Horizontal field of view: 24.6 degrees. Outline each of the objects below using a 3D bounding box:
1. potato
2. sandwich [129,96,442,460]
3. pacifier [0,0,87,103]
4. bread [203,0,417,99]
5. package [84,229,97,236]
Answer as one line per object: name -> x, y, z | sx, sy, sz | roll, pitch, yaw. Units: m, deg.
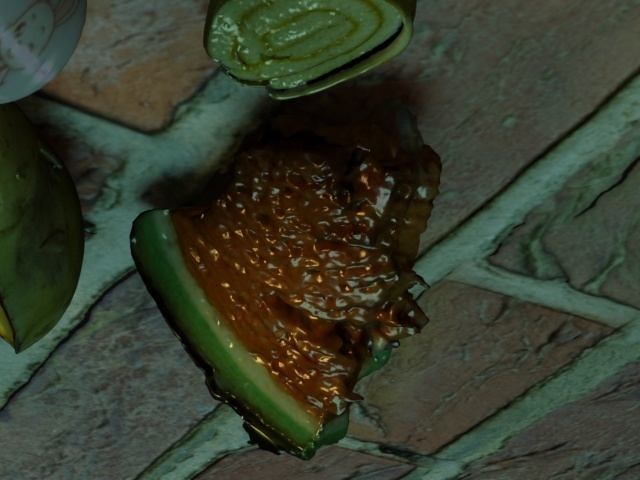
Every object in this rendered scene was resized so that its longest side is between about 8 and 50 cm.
potato -> -0.245, -0.031, 1.141 | 0.111, 0.160, 0.272 | -34, 142, -20
sandwich -> 0.000, 0.000, 1.190 | 0.162, 0.250, 0.301 | -31, 165, -50
pacifier -> -0.253, -0.191, 0.875 | 0.225, 0.238, 0.287 | 27, 177, 10
bread -> -0.011, -0.158, 1.015 | 0.156, 0.064, 0.117 | -19, 139, 26
package -> -0.240, -0.010, 1.261 | 0.059, 0.029, 0.083 | -28, 142, 24
